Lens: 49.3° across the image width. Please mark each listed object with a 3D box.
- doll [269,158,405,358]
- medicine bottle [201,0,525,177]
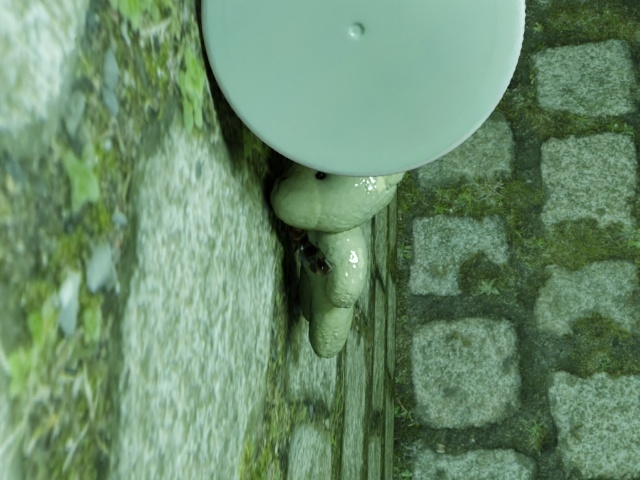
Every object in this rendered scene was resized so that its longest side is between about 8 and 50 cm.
[{"bbox_3d":[0.001,0.002,0.813,0.149,0.175,0.278,-17,122,-40],"label":"doll"},{"bbox_3d":[0.046,-0.216,0.625,0.241,0.252,0.253,-74,161,-59],"label":"medicine bottle"}]
